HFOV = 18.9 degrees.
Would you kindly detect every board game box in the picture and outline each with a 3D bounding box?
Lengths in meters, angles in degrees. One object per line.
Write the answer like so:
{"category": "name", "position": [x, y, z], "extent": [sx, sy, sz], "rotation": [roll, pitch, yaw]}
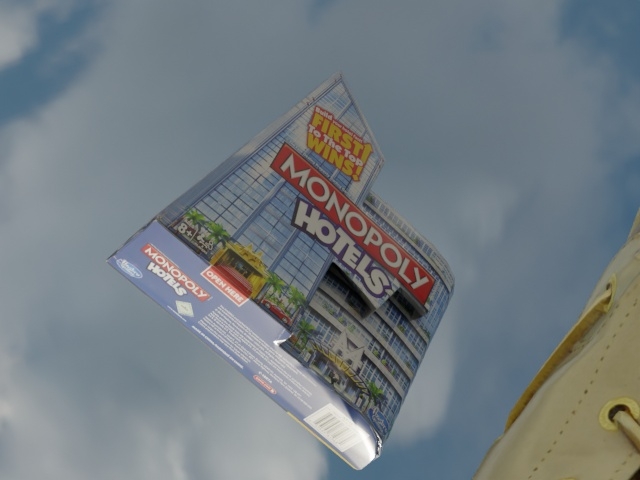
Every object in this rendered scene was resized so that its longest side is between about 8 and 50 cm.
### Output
{"category": "board game box", "position": [0.000, 0.000, 1.134], "extent": [0.194, 0.060, 0.194], "rotation": [41, -134, -13]}

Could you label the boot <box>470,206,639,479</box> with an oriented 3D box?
{"category": "boot", "position": [0.080, 0.069, 0.452], "extent": [0.095, 0.262, 0.203], "rotation": [35, -157, 6]}
